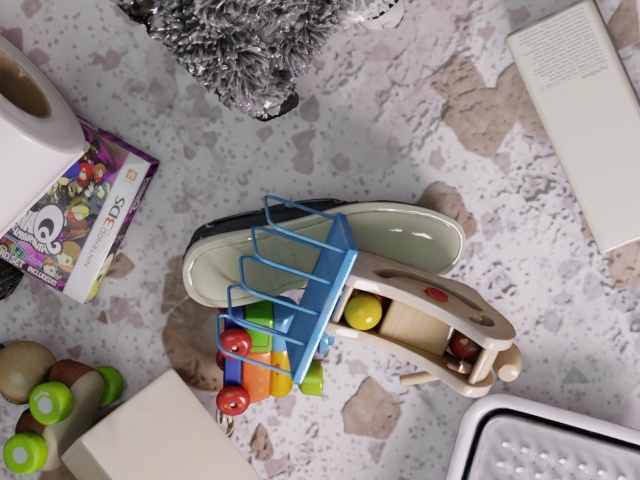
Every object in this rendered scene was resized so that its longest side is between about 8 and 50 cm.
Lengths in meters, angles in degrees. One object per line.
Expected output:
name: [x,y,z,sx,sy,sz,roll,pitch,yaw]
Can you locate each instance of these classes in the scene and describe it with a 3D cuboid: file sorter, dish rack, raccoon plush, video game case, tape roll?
file sorter: [-0.042,0.050,1.633,0.104,0.118,0.170,19,108,-12]
dish rack: [0.274,0.368,1.714,0.285,0.072,0.333,14,86,23]
raccoon plush: [-0.066,-0.319,1.582,0.299,0.446,0.216,-45,59,16]
video game case: [-0.351,-0.063,1.856,0.232,0.042,0.210,30,102,7]
tape roll: [-0.424,-0.136,1.716,0.169,0.246,0.246,-43,87,14]

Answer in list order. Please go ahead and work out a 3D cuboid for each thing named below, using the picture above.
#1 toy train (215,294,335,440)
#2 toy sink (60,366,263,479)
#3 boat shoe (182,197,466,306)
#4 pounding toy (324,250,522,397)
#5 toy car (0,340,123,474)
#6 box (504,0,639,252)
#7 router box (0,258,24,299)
toy train: [-0.060,0.177,1.810,0.143,0.105,0.248,1,123,-4]
toy sink: [-0.185,0.305,1.799,0.153,0.131,0.234,-38,87,-29]
boat shoe: [0.000,0.004,1.747,0.340,0.113,0.127,-12,115,-5]
pounding toy: [0.122,0.132,1.674,0.269,0.154,0.155,18,109,-15]
toy car: [-0.379,0.190,1.852,0.188,0.155,0.149,33,104,16]
box: [0.319,-0.134,1.664,0.113,0.094,0.275,-23,93,16]
router box: [-0.449,0.044,1.853,0.092,0.122,0.038,37,109,5]
